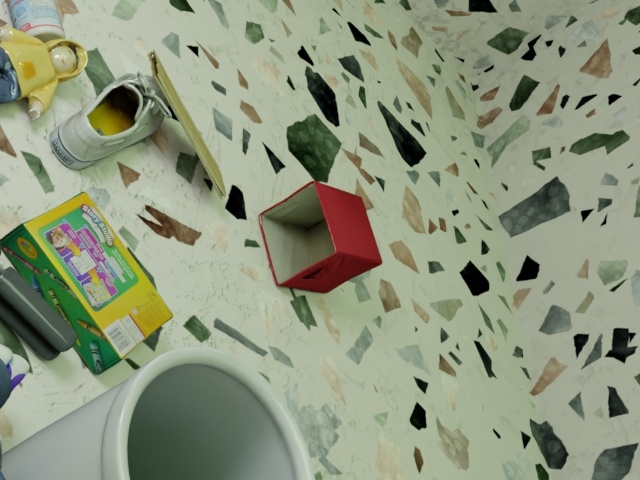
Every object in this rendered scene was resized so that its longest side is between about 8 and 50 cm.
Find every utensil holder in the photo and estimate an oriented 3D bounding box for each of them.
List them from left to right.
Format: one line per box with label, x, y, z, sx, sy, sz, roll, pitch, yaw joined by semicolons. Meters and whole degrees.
utensil holder;-0.253;0.363;1.137;0.328;0.386;0.327;36;38;-34

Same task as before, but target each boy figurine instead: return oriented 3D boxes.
boy figurine;-0.538;-0.308;1.562;0.285;0.092;0.177;-32;106;-59

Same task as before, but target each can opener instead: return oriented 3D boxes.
can opener;-0.491;0.067;1.344;0.280;0.074;0.093;52;31;-13

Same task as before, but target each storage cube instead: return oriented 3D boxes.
storage cube;0.000;0.000;1.991;0.193;0.184;0.214;13;53;-52

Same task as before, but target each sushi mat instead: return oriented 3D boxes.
sushi mat;-0.281;-0.243;1.815;0.151;0.019;0.316;-115;178;-57

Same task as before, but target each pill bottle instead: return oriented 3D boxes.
pill bottle;-0.560;-0.450;1.665;0.087;0.087;0.160;2;62;-54

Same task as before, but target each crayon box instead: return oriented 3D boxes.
crayon box;-0.397;0.069;1.468;0.278;0.081;0.165;56;31;-6

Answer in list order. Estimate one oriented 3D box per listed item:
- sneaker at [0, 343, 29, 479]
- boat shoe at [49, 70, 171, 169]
sneaker;-0.448;0.221;1.119;0.323;0.130;0.236;29;30;22
boat shoe;-0.381;-0.272;1.702;0.135;0.156;0.367;55;32;-9
